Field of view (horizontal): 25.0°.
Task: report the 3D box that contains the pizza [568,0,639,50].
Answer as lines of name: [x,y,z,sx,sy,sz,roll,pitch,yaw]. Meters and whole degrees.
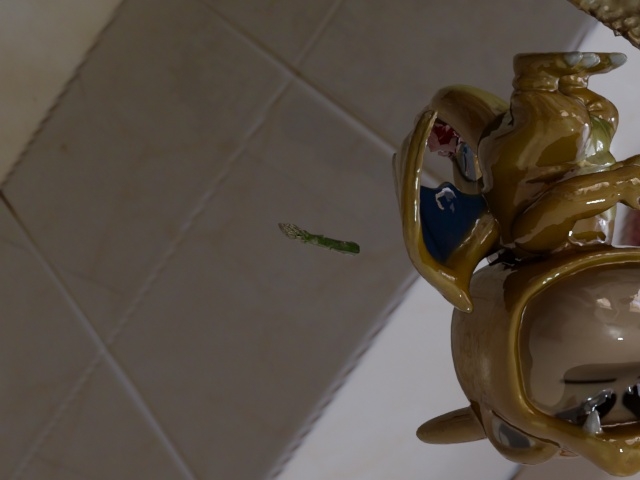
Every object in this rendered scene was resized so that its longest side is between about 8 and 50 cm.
pizza: [0.175,-0.139,0.753,0.147,0.226,0.069,29,109,-2]

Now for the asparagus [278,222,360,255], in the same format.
asparagus: [0.000,0.000,1.244,0.114,0.015,0.014,16,101,-56]

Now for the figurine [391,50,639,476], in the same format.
figurine: [0.212,0.014,1.384,0.268,0.401,0.387,-4,95,5]
